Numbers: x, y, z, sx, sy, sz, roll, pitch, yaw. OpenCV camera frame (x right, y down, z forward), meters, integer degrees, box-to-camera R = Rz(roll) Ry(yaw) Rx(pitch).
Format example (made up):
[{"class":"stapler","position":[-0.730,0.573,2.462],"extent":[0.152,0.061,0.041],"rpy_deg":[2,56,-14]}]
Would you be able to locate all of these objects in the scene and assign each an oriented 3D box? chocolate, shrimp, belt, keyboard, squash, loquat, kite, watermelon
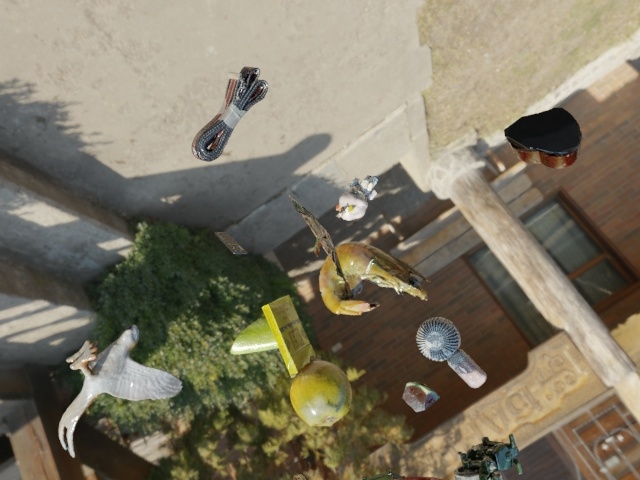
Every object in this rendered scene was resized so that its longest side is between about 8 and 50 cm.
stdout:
[{"class":"chocolate","position":[0.462,-0.206,1.053],"extent":[0.125,0.148,0.080],"rpy_deg":[-59,145,-23]},{"class":"shrimp","position":[0.091,0.077,0.964],"extent":[0.068,0.248,0.150],"rpy_deg":[29,74,-43]},{"class":"belt","position":[-0.309,-0.420,1.711],"extent":[0.126,0.094,0.360],"rpy_deg":[34,86,-41]},{"class":"keyboard","position":[-0.372,0.010,2.107],"extent":[0.061,0.204,0.013],"rpy_deg":[4,111,-37]},{"class":"squash","position":[-0.244,0.353,2.039],"extent":[0.251,0.170,0.093],"rpy_deg":[-10,130,9]},{"class":"loquat","position":[-0.001,0.502,1.747],"extent":[0.213,0.246,0.214],"rpy_deg":[-9,142,-7]},{"class":"kite","position":[0.000,0.000,0.889],"extent":[0.010,0.190,0.159],"rpy_deg":[-33,-177,13]},{"class":"watermelon","position":[0.263,0.414,1.352],"extent":[0.072,0.084,0.092],"rpy_deg":[-49,136,-6]}]

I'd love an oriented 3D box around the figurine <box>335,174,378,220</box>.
[{"class":"figurine","position":[0.135,-0.153,1.902],"extent":[0.229,0.137,0.112],"rpy_deg":[-53,128,-17]}]

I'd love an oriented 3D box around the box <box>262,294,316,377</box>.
[{"class":"box","position":[-0.113,0.351,1.899],"extent":[0.040,0.279,0.153],"rpy_deg":[-27,175,27]}]

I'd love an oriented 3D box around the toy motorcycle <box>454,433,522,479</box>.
[{"class":"toy motorcycle","position":[0.414,0.595,1.228],"extent":[0.127,0.206,0.275],"rpy_deg":[-19,170,32]}]

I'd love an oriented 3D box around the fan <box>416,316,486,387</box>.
[{"class":"fan","position":[0.397,0.342,1.545],"extent":[0.130,0.244,0.074],"rpy_deg":[-49,160,16]}]

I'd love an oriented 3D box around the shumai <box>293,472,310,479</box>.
[{"class":"shumai","position":[-0.062,0.937,1.897],"extent":[0.105,0.139,0.123],"rpy_deg":[-15,158,-19]}]

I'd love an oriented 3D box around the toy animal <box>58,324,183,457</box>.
[{"class":"toy animal","position":[-0.512,0.322,1.148],"extent":[0.284,0.225,0.302],"rpy_deg":[-44,155,-26]}]

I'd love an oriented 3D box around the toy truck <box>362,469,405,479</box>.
[{"class":"toy truck","position":[0.172,0.665,1.133],"extent":[0.088,0.259,0.121],"rpy_deg":[-26,135,20]}]

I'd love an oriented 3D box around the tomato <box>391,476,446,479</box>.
[{"class":"tomato","position":[0.198,0.591,0.894],"extent":[0.289,0.294,0.325],"rpy_deg":[20,172,-37]}]
